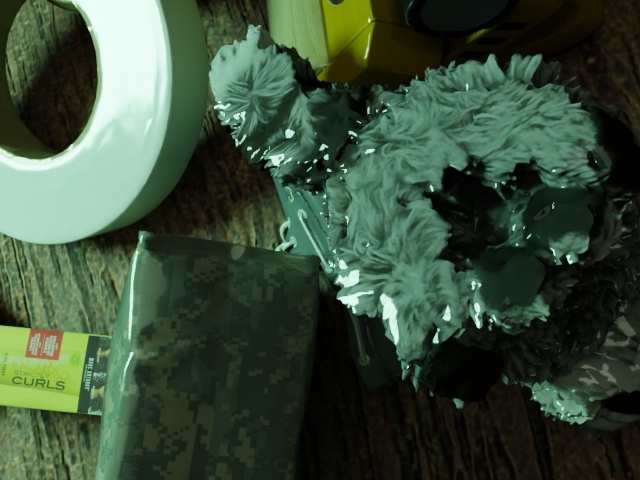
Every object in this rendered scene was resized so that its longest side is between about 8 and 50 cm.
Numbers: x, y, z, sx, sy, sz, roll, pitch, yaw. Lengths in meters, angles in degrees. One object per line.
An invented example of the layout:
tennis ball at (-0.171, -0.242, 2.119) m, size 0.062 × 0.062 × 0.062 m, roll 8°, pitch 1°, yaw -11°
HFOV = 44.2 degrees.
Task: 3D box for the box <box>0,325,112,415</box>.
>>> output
box at (-0.296, 0.136, 0.837) m, size 0.232 × 0.058 × 0.087 m, roll 6°, pitch 78°, yaw 4°

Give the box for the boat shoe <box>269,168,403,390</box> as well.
boat shoe at (0.000, 0.000, 0.764) m, size 0.099 × 0.116 × 0.319 m, roll -38°, pitch 72°, yaw 6°

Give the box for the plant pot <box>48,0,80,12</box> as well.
plant pot at (-0.243, -0.370, 0.953) m, size 0.237 × 0.110 × 0.237 m, roll -5°, pitch 74°, yaw 19°

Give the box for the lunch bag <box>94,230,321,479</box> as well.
lunch bag at (-0.101, 0.129, 0.703) m, size 0.169 × 0.287 × 0.235 m, roll 9°, pitch 83°, yaw -10°

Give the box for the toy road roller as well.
toy road roller at (0.114, -0.237, 0.763) m, size 0.329 × 0.241 × 0.202 m, roll -31°, pitch 61°, yaw 52°

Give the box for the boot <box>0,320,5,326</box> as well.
boot at (-0.508, 0.122, 0.937) m, size 0.246 × 0.094 × 0.207 m, roll -45°, pitch 69°, yaw -2°

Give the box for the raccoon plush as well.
raccoon plush at (0.137, -0.027, 0.657) m, size 0.216 × 0.299 × 0.446 m, roll -44°, pitch 52°, yaw 12°

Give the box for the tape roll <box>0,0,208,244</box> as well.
tape roll at (-0.304, -0.188, 0.872) m, size 0.392 × 0.072 × 0.392 m, roll 6°, pitch 104°, yaw 25°
